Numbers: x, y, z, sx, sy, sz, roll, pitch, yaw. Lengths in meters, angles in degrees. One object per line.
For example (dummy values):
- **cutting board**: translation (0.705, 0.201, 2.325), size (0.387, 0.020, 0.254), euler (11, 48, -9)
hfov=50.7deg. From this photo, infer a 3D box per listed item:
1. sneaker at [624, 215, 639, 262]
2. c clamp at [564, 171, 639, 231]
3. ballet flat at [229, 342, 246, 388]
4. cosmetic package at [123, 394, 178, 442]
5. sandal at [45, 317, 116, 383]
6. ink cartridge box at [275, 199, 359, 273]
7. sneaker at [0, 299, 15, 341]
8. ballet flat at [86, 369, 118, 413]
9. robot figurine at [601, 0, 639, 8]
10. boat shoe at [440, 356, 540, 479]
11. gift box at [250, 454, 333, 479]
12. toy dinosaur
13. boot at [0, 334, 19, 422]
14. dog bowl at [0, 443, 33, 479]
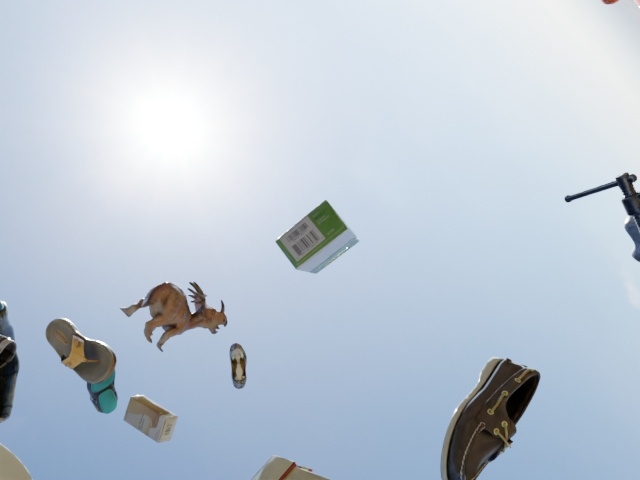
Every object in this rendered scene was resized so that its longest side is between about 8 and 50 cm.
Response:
- **sneaker**: translation (0.461, -0.030, 0.871), size (0.083, 0.118, 0.222), euler (23, 174, 34)
- **c clamp**: translation (0.299, 0.007, 0.562), size (0.022, 0.137, 0.161), euler (-27, -93, -35)
- **ballet flat**: translation (-0.191, 0.286, 1.573), size (0.041, 0.041, 0.114), euler (22, -133, -42)
- **cosmetic package**: translation (-0.371, 0.388, 1.471), size (0.115, 0.060, 0.041), euler (18, -178, 31)
- **sandal**: translation (-0.430, 0.192, 1.180), size (0.180, 0.072, 0.049), euler (29, -179, 27)
- **ink cartridge box**: translation (0.000, 0.000, 1.176), size (0.062, 0.109, 0.209), euler (52, -176, 10)
- **sneaker**: translation (-0.733, 0.246, 1.261), size (0.341, 0.140, 0.125), euler (-31, -136, -34)
- **ballet flat**: translation (-0.474, 0.300, 1.439), size (0.070, 0.188, 0.070), euler (7, -138, -7)
- **robot figurine**: translation (0.373, -0.307, 0.697), size (0.219, 0.158, 0.128), euler (25, -156, -42)
- **boat shoe**: translation (0.229, 0.239, 0.899), size (0.228, 0.068, 0.081), euler (-45, -51, -43)
- **gift box**: translation (-0.022, 0.475, 0.945), size (0.276, 0.258, 0.255), euler (-35, -59, -47)
- **toy dinosaur**: translation (-0.376, 0.168, 1.730), size (0.127, 0.200, 0.296), euler (41, 168, 31)
- **boot**: translation (-0.507, 0.148, 1.014), size (0.095, 0.123, 0.258), euler (22, -116, -72)
- **dog bowl**: translation (-0.586, 0.411, 1.047), size (0.265, 0.104, 0.265), euler (36, -172, -6)
